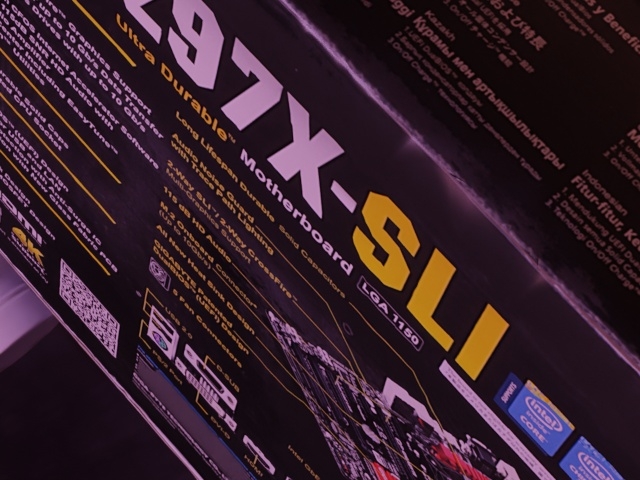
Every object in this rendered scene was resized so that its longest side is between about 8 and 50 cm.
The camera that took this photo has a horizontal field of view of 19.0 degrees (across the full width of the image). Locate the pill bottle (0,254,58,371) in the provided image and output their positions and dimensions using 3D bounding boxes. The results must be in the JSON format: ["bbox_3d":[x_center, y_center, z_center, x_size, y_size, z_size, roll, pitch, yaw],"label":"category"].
[{"bbox_3d":[-0.225,-0.003,1.099,0.169,0.094,0.094,50,155,5],"label":"pill bottle"}]

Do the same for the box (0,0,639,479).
[{"bbox_3d":[0.017,0.009,0.472,0.322,0.079,0.257,47,155,14],"label":"box"}]
